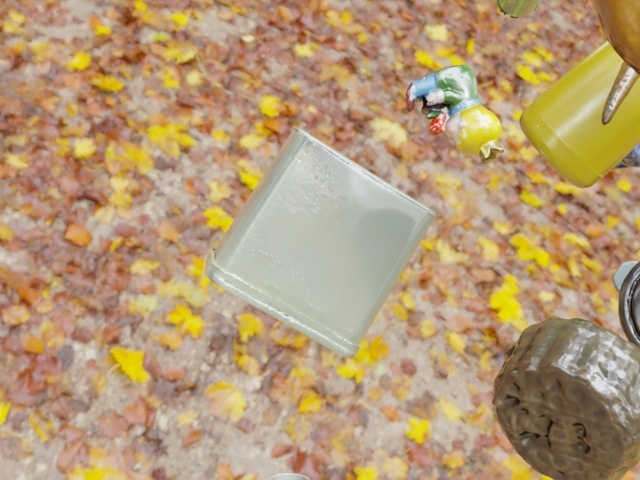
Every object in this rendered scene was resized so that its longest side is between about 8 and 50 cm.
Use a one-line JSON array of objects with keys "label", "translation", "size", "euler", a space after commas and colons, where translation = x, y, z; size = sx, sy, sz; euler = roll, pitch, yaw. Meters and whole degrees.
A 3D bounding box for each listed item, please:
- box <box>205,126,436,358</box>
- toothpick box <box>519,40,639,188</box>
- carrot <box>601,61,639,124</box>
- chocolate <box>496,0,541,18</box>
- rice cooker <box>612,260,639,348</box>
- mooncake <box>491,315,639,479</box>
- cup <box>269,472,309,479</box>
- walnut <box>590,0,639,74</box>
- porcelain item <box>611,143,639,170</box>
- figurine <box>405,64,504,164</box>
[{"label": "box", "translation": [0.000, 0.000, 1.796], "size": [0.351, 0.344, 0.177], "euler": [31, 4, -11]}, {"label": "toothpick box", "translation": [0.483, -0.233, 1.469], "size": [0.175, 0.271, 0.175], "euler": [37, 24, -20]}, {"label": "carrot", "translation": [0.443, -0.260, 1.235], "size": [0.049, 0.049, 0.255], "euler": [30, 70, 0]}, {"label": "chocolate", "translation": [0.458, -0.576, 1.957], "size": [0.110, 0.110, 0.291], "euler": [33, 3, 3]}, {"label": "rice cooker", "translation": [0.790, 0.152, 1.960], "size": [0.316, 0.264, 0.316], "euler": [40, 4, -4]}, {"label": "mooncake", "translation": [0.343, 0.228, 1.214], "size": [0.228, 0.228, 0.124], "euler": [39, 42, 10]}, {"label": "cup", "translation": [-0.065, 0.486, 1.635], "size": [0.074, 0.102, 0.099], "euler": [0, 94, -29]}, {"label": "walnut", "translation": [0.389, -0.292, 0.955], "size": [0.208, 0.209, 0.337], "euler": [15, 68, -17]}, {"label": "porcelain item", "translation": [0.595, -0.213, 1.748], "size": [0.147, 0.114, 0.147], "euler": [4, 84, -47]}, {"label": "figurine", "translation": [0.303, -0.270, 1.999], "size": [0.185, 0.127, 0.234], "euler": [-18, 84, -5]}]
